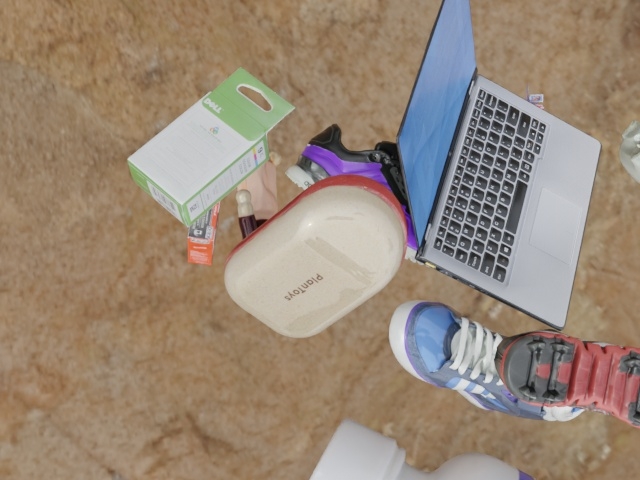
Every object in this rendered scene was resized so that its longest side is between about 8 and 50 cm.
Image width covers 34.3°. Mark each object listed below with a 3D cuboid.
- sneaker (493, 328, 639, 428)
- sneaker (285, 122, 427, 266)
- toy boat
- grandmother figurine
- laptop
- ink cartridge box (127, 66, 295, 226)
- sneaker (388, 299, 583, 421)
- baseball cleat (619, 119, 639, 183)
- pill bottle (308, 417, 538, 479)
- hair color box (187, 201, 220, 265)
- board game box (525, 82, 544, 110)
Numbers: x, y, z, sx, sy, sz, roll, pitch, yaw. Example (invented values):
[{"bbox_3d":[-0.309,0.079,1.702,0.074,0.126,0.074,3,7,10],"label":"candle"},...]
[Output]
[{"bbox_3d":[0.340,0.169,1.301,0.276,0.135,0.098,12,90,-12],"label":"sneaker"},{"bbox_3d":[0.102,-0.077,1.610,0.293,0.102,0.146,34,93,1],"label":"sneaker"},{"bbox_3d":[0.000,0.000,1.224,0.151,0.151,0.231,38,128,-22],"label":"toy boat"},{"bbox_3d":[-0.107,-0.016,1.914,0.104,0.342,0.208,-23,145,27],"label":"grandmother figurine"},{"bbox_3d":[0.286,-0.144,1.546,0.407,0.382,0.236,27,149,-10],"label":"laptop"},{"bbox_3d":[-0.142,-0.126,1.388,0.209,0.109,0.062,-43,156,-19],"label":"ink cartridge box"},{"bbox_3d":[0.284,0.183,1.583,0.322,0.236,0.130,36,63,-38],"label":"sneaker"},{"bbox_3d":[0.283,-0.029,0.702,0.109,0.206,0.072,34,106,-23],"label":"baseball cleat"},{"bbox_3d":[0.106,0.207,0.545,0.272,0.152,0.152,28,116,6],"label":"pill bottle"},{"bbox_3d":[-0.189,-0.013,1.671,0.043,0.072,0.141,8,163,-4],"label":"hair color box"},{"bbox_3d":[0.410,-0.216,1.979,0.033,0.133,0.169,2,107,14],"label":"board game box"}]
